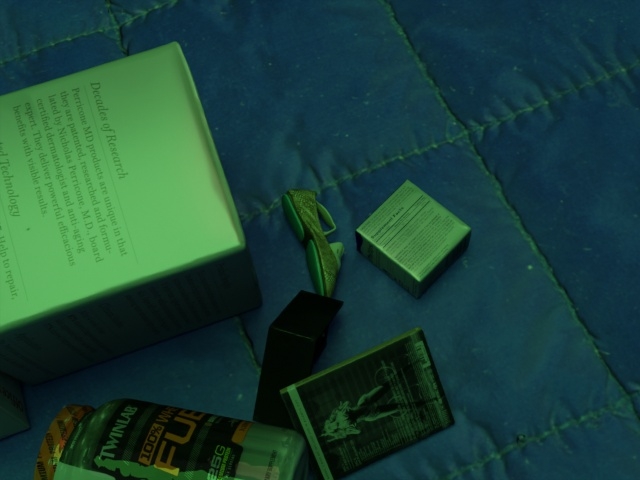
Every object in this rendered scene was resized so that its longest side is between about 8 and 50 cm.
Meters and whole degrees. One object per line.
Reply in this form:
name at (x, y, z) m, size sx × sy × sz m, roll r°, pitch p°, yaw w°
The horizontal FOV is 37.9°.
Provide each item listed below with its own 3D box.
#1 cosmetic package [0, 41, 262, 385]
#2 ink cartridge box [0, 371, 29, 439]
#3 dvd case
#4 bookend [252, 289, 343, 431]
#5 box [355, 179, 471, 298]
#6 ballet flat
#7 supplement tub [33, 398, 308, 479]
cosmetic package at (-0.324, -0.022, 1.359) m, size 0.394 × 0.329 × 0.327 m, roll -19°, pitch 73°, yaw -6°
ink cartridge box at (-0.552, 0.135, 1.376) m, size 0.131 × 0.226 × 0.306 m, roll -21°, pitch 65°, yaw -5°
dvd case at (0.070, 0.239, 1.336) m, size 0.221 × 0.018 × 0.164 m, roll -24°, pitch 109°, yaw -9°
bookend at (-0.032, 0.178, 1.392) m, size 0.072 × 0.156 × 0.157 m, roll 15°, pitch 110°, yaw 12°
box at (0.146, -0.002, 1.481) m, size 0.137 × 0.072 × 0.126 m, roll 40°, pitch 73°, yaw 20°
ballet flat at (0.000, 0.000, 1.495) m, size 0.067 × 0.073 × 0.206 m, roll -12°, pitch 66°, yaw -18°
supplement tub at (-0.197, 0.331, 1.262) m, size 0.338 × 0.207 × 0.207 m, roll 9°, pitch 64°, yaw 8°
